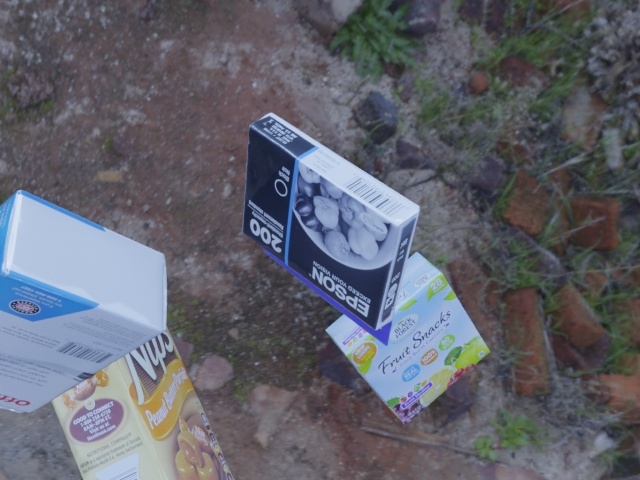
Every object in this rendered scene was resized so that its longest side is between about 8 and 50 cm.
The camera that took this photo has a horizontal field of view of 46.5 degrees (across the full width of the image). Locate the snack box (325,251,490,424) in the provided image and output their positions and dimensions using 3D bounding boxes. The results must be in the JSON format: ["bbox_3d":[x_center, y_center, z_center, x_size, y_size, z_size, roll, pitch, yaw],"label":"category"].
[{"bbox_3d":[0.131,0.147,1.080,0.174,0.070,0.207,-41,128,-4],"label":"snack box"}]

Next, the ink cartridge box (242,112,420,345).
[{"bbox_3d":[0.000,0.000,0.795,0.206,0.208,0.045,35,50,27],"label":"ink cartridge box"}]

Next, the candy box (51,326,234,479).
[{"bbox_3d":[-0.211,0.171,0.826,0.088,0.183,0.316,-26,81,6],"label":"candy box"}]

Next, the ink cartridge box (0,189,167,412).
[{"bbox_3d":[-0.240,0.060,0.607,0.140,0.191,0.082,30,42,-41],"label":"ink cartridge box"}]
